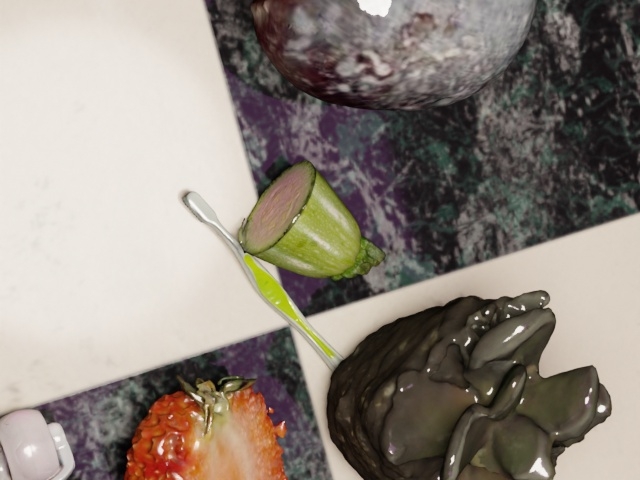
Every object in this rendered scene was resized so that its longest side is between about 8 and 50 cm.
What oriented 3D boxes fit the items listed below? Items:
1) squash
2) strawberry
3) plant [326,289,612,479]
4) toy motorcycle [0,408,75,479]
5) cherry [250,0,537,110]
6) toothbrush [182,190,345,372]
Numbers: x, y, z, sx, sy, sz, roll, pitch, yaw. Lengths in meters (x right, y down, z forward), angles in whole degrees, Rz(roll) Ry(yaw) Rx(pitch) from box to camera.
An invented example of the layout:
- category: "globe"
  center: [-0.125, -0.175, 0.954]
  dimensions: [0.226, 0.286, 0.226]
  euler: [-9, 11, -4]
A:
- category: "squash"
  center: [0.005, 0.004, 1.649]
  dimensions: [0.132, 0.105, 0.105]
  euler: [37, 85, -26]
- category: "strawberry"
  center: [-0.116, 0.234, 1.635]
  dimensions: [0.175, 0.107, 0.236]
  euler: [-4, 99, -51]
- category: "plant"
  center: [0.133, 0.159, 1.591]
  dimensions: [0.199, 0.276, 0.188]
  euler: [-45, 104, -19]
- category: "toy motorcycle"
  center: [-0.234, 0.275, 1.594]
  dimensions: [0.112, 0.112, 0.254]
  euler: [-18, 97, -13]
- category: "cherry"
  center: [0.058, -0.240, 1.573]
  dimensions: [0.296, 0.218, 0.255]
  euler: [15, 92, -27]
- category: "toothbrush"
  center: [-0.040, 0.053, 1.669]
  dimensions: [0.022, 0.026, 0.263]
  euler: [-46, 104, -17]
